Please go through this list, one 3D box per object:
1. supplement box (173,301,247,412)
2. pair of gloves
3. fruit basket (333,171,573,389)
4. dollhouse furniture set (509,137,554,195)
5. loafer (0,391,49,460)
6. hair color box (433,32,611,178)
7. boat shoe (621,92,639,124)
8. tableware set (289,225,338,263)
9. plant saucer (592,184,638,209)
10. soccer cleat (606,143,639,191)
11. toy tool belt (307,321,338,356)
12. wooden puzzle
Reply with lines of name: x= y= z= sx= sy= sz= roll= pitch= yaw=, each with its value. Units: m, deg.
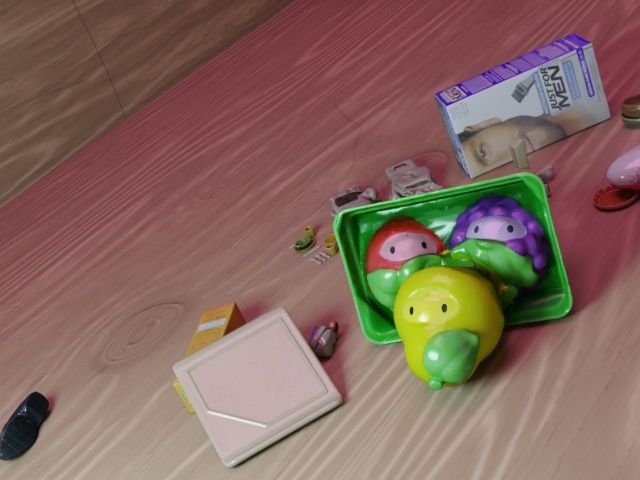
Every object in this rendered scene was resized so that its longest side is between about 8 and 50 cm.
supplement box: x=-0.199 y=0.214 z=1.779 sx=0.080 sy=0.078 sz=0.233 roll=-16 pitch=26 yaw=16
pair of gloves: x=0.137 y=-0.101 z=2.139 sx=0.240 sy=0.042 sz=0.204 roll=-25 pitch=22 yaw=-7
fruit basket: x=0.207 y=0.060 z=1.552 sx=0.392 sy=0.282 sz=0.392 roll=-15 pitch=9 yaw=3
dollhouse furniture set: x=0.438 y=-0.158 z=1.912 sx=0.081 sy=0.114 sz=0.091 roll=-27 pitch=23 yaw=-16
loafer: x=-0.582 y=0.367 z=1.847 sx=0.061 sy=0.062 sz=0.170 roll=-37 pitch=15 yaw=27
hair color box: x=0.439 y=-0.292 z=2.081 sx=0.339 sy=0.185 sz=0.110 roll=-23 pitch=27 yaw=2
boat shoe: x=0.761 y=-0.318 z=1.947 sx=0.307 sy=0.104 sz=0.110 roll=-11 pitch=28 yaw=25
tableware set: x=0.000 y=0.000 z=2.081 sx=0.104 sy=0.024 sz=0.154 roll=-32 pitch=26 yaw=-17
plant saucer: x=0.549 y=-0.080 z=1.779 sx=0.084 sy=0.013 sz=0.083 roll=-19 pitch=27 yaw=10
soccer cleat: x=0.672 y=-0.204 z=1.752 sx=0.331 sy=0.143 sz=0.116 roll=-21 pitch=24 yaw=1
toy tool belt: x=-0.002 y=0.174 z=1.717 sx=0.051 sy=0.052 sz=0.083 roll=-4 pitch=30 yaw=20
wooden puzzle: x=-0.108 y=0.243 z=1.614 sx=0.221 sy=0.044 sz=0.238 roll=-28 pitch=52 yaw=-11
